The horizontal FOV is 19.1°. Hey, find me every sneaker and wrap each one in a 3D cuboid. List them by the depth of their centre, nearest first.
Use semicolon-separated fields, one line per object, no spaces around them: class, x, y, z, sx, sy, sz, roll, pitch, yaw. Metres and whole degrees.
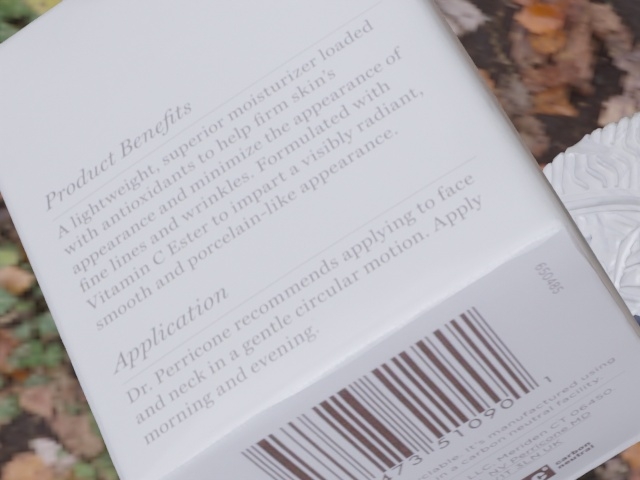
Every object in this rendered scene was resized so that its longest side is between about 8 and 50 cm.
sneaker;0.168;0.025;0.957;0.094;0.153;0.235;48;129;35

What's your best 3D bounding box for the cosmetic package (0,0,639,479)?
cosmetic package;0.000;0.000;0.635;0.151;0.151;0.184;-32;55;8
